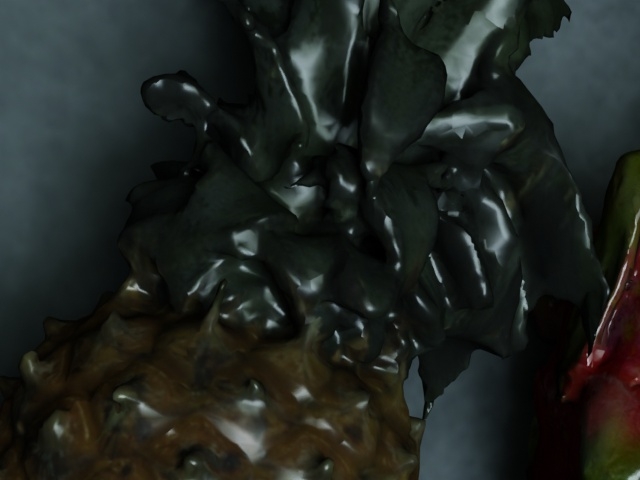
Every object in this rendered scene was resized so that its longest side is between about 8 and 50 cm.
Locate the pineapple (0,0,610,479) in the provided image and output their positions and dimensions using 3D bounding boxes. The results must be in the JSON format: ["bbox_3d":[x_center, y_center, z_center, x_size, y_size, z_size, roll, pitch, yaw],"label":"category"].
[{"bbox_3d":[0.003,0.002,0.553,0.165,0.165,0.365,26,82,-19],"label":"pineapple"}]

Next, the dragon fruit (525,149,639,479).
[{"bbox_3d":[0.138,0.041,0.600,0.166,0.160,0.172,-11,105,-60],"label":"dragon fruit"}]
